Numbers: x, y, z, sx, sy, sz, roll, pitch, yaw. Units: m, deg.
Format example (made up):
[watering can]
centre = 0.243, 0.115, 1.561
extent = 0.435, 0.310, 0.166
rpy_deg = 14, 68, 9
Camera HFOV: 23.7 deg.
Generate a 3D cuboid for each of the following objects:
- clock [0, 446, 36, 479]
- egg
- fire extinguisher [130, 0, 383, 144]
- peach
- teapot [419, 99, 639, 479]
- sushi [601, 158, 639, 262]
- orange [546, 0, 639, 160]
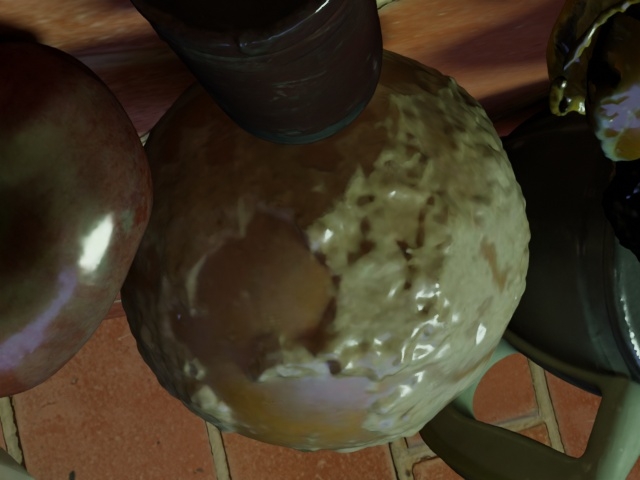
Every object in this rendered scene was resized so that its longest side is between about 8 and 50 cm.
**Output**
[clock]
centre = -0.252, 0.105, 0.609
extent = 0.325, 0.184, 0.342
rpy_deg = 25, 173, -8
[egg]
centre = 0.000, 0.000, 0.747
extent = 0.203, 0.203, 0.245
rpy_deg = -13, -174, 7
[fire extinguisher]
centre = -0.023, -0.081, 0.534
extent = 0.089, 0.072, 0.268
rpy_deg = 22, 178, 5
[peach]
centre = -0.148, -0.018, 0.619
extent = 0.152, 0.152, 0.152
rpy_deg = -13, 175, -1
[teapot]
centre = 0.211, 0.037, 1.145
extent = 0.239, 0.322, 0.239
rpy_deg = 2, -178, -40
[sushi]
centre = 0.309, -0.058, 0.879
extent = 0.350, 0.211, 0.171
rpy_deg = -2, 174, -36
[orange]
centre = 0.177, -0.086, 0.668
extent = 0.160, 0.112, 0.170
rpy_deg = 4, 162, -1
